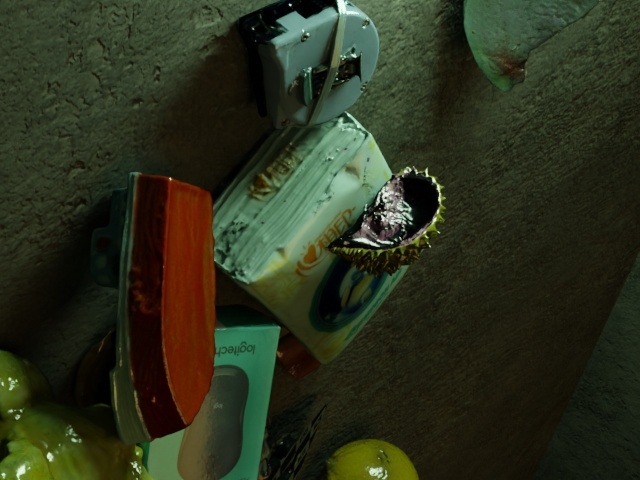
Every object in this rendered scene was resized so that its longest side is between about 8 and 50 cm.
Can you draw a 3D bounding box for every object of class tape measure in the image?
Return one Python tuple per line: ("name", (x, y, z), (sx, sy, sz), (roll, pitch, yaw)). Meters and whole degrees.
("tape measure", (-0.009, -0.241, 1.289), (0.181, 0.107, 0.182), (-34, 143, -18))

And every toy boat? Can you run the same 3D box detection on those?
("toy boat", (-0.218, 0.087, 1.214), (0.145, 0.133, 0.332), (20, 68, -64))

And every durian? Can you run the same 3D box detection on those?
("durian", (0.117, -0.004, 1.385), (0.187, 0.119, 0.108), (-47, 147, -19))

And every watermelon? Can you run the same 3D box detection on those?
("watermelon", (0.368, -0.400, 1.534), (0.289, 0.213, 0.320), (-32, 133, -34))

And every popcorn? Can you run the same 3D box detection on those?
("popcorn", (-0.356, 0.320, 1.182), (0.325, 0.290, 0.321), (-37, -152, 58))

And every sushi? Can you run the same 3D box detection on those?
("sushi", (-0.109, 0.480, 1.931), (0.294, 0.059, 0.292), (-41, 156, -54))

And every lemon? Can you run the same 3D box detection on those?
("lemon", (0.114, 0.562, 2.195), (0.228, 0.228, 0.253), (-54, 150, 3))

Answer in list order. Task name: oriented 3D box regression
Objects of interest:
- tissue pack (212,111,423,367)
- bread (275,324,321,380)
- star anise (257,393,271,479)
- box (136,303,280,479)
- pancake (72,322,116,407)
("tissue pack", (0.000, 0.000, 1.503), (0.287, 0.162, 0.388), (-51, 151, -8))
("bread", (-0.040, 0.184, 1.735), (0.192, 0.067, 0.119), (-20, 129, -45))
("star anise", (-0.124, 0.324, 1.632), (0.088, 0.288, 0.288), (-2, 135, -4))
("box", (-0.186, 0.254, 1.399), (0.205, 0.118, 0.311), (2, 102, -37))
("pancake", (-0.262, 0.187, 1.463), (0.250, 0.031, 0.250), (-32, 139, -32))
